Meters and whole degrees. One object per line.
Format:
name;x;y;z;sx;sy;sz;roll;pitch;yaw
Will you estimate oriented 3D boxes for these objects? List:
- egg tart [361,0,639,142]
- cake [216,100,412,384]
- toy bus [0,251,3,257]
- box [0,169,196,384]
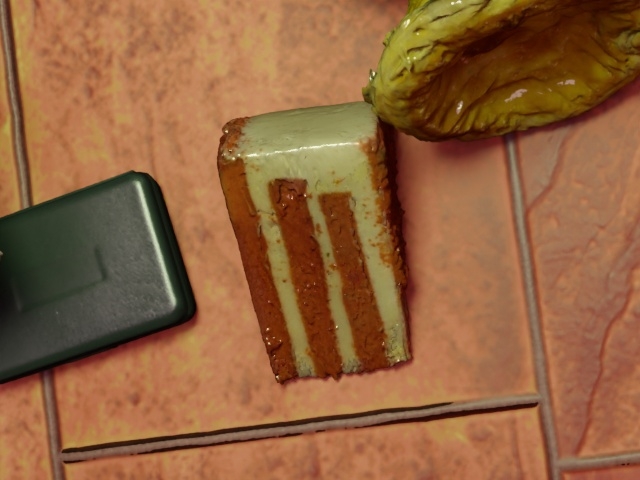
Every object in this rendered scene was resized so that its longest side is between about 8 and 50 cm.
egg tart;0.167;-0.191;1.532;0.295;0.295;0.116;-24;68;11
cake;0.000;0.000;1.617;0.158;0.159;0.262;-8;87;10
toy bus;-0.434;-0.096;1.603;0.162;0.171;0.386;-30;64;1
box;-0.248;0.037;1.730;0.230;0.050;0.160;-19;83;12
